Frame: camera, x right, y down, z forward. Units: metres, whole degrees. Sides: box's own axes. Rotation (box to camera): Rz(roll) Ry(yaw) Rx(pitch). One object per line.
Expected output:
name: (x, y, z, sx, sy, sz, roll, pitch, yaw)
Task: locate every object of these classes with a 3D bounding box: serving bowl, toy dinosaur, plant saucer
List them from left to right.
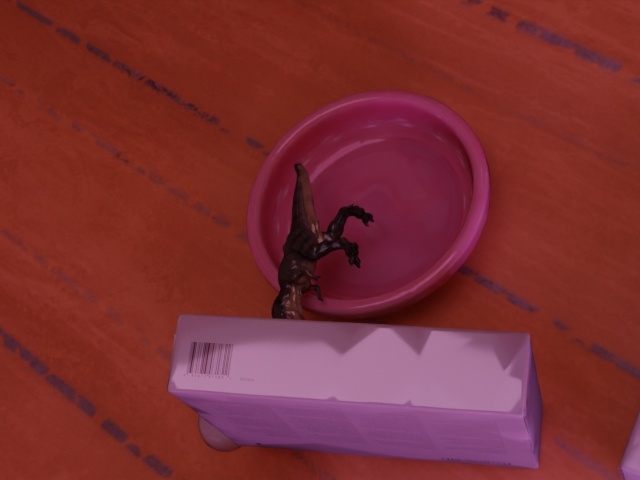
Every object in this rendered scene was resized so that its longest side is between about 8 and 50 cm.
serving bowl: (-0.123, 0.229, 1.705, 0.083, 0.027, 0.083, -10, 59, 16)
toy dinosaur: (0.000, 0.000, 1.665, 0.118, 0.064, 0.268, -10, 56, 25)
plant saucer: (0.068, -0.040, 1.744, 0.332, 0.084, 0.332, -10, 59, 18)

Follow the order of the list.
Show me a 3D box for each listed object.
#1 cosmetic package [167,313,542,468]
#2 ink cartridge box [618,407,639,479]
cosmetic package: (0.052, 0.173, 1.476, 0.377, 0.284, 0.098, 3, 68, 13)
ink cartridge box: (0.539, 0.165, 1.451, 0.330, 0.071, 0.324, 17, 69, 25)
